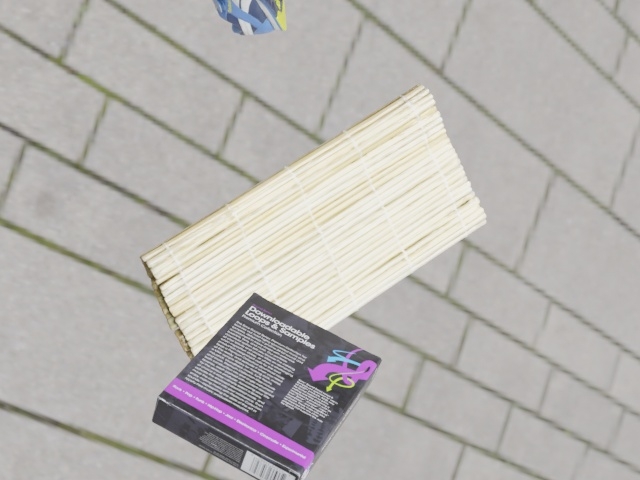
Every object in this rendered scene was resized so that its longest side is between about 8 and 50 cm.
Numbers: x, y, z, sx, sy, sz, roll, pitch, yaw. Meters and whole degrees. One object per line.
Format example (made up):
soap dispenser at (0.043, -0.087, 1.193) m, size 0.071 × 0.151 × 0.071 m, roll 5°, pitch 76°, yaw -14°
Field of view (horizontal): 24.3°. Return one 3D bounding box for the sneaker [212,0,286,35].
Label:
sneaker at (-0.081, -0.237, 1.387) m, size 0.144 × 0.059 × 0.053 m, roll 53°, pitch 31°, yaw -52°

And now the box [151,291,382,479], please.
box at (-0.036, 0.109, 1.094) m, size 0.162 × 0.116 × 0.029 m, roll -48°, pitch 162°, yaw -53°

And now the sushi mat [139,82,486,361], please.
sushi mat at (0.000, 0.000, 1.343) m, size 0.316 × 0.019 × 0.151 m, roll -33°, pitch 108°, yaw -17°
